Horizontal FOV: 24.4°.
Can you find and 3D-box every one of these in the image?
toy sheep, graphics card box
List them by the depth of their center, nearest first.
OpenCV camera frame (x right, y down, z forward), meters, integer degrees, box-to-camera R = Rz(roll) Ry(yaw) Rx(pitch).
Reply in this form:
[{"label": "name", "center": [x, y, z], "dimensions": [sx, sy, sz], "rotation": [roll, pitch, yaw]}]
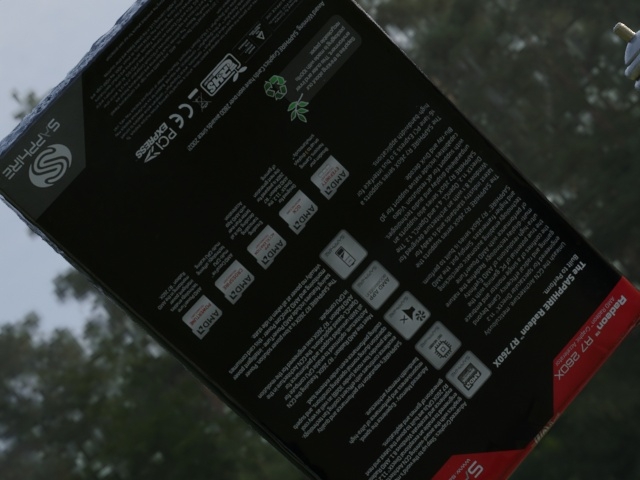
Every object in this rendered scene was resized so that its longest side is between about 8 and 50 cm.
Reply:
[{"label": "graphics card box", "center": [0.000, 0.000, 0.926], "dimensions": [0.233, 0.371, 0.094], "rotation": [-49, 15, -6]}, {"label": "toy sheep", "center": [0.344, -0.173, 1.450], "dimensions": [0.091, 0.132, 0.091], "rotation": [-53, -7, -10]}]
